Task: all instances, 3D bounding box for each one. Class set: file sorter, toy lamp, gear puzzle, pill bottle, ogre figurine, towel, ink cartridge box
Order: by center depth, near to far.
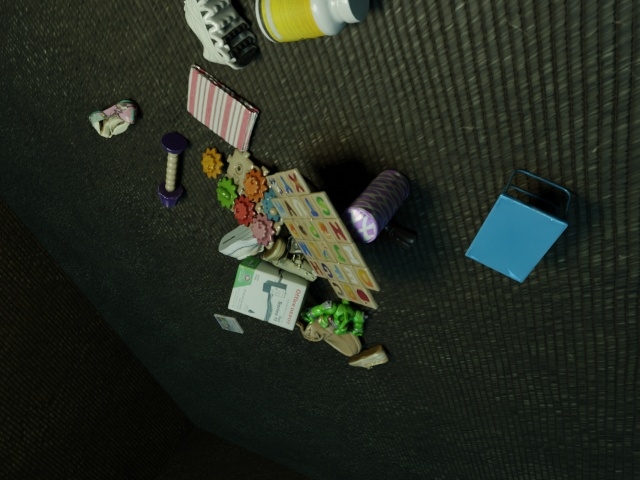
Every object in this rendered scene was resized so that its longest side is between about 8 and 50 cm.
[{"bbox_3d":[-0.014,-0.405,0.810,0.184,0.103,0.103,8,134,34],"label":"pill bottle"},{"bbox_3d":[0.374,-0.029,0.886,0.118,0.104,0.170,28,141,14],"label":"file sorter"},{"bbox_3d":[-0.244,-0.320,1.151,0.197,0.029,0.144,37,143,5],"label":"towel"},{"bbox_3d":[-0.213,-0.140,1.220,0.339,0.044,0.175,44,122,24],"label":"gear puzzle"},{"bbox_3d":[-0.149,0.156,1.392,0.208,0.087,0.153,18,107,3],"label":"ink cartridge box"},{"bbox_3d":[-0.441,-0.197,1.396,0.080,0.080,0.274,36,142,3],"label":"toy lamp"},{"bbox_3d":[0.059,0.233,1.418,0.197,0.097,0.118,35,137,-3],"label":"ogre figurine"}]

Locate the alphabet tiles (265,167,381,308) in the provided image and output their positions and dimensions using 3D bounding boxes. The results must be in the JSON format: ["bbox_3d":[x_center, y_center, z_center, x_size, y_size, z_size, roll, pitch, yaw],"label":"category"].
[{"bbox_3d":[0.000,0.000,1.018,0.342,0.011,0.285,59,159,-16],"label":"alphabet tiles"}]

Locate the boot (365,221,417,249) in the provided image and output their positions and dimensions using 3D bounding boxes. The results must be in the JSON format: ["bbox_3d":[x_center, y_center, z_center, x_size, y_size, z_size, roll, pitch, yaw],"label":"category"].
[{"bbox_3d":[0.171,-0.001,1.141,0.114,0.037,0.106,27,144,6],"label":"boot"}]

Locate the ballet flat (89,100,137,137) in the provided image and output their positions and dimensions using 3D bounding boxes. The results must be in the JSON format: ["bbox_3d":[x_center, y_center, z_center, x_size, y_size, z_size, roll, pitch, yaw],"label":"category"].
[{"bbox_3d":[-0.608,-0.344,1.366,0.221,0.077,0.079,-4,85,37],"label":"ballet flat"}]

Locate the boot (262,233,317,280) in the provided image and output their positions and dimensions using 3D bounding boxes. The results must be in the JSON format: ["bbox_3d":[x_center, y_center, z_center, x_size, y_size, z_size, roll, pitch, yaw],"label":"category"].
[{"bbox_3d":[-0.072,0.051,1.300,0.165,0.077,0.213,26,168,-8],"label":"boot"}]

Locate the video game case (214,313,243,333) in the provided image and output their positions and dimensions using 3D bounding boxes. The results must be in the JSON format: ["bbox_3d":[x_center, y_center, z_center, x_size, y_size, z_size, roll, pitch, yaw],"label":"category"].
[{"bbox_3d":[-0.384,0.348,1.969,0.122,0.011,0.087,4,132,36],"label":"video game case"}]

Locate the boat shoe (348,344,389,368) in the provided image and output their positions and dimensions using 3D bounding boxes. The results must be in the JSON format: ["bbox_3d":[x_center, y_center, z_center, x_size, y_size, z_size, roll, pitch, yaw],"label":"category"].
[{"bbox_3d":[0.157,0.392,1.534,0.059,0.063,0.170,49,141,-5],"label":"boat shoe"}]

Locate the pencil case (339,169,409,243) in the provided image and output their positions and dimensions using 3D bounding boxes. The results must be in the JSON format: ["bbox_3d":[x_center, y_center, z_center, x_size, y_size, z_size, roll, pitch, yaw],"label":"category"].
[{"bbox_3d":[0.116,-0.070,0.972,0.086,0.206,0.088,26,133,18],"label":"pencil case"}]

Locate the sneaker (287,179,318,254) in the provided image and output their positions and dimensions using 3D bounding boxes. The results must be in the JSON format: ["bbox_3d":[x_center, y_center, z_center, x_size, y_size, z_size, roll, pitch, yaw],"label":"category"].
[{"bbox_3d":[-0.046,-0.051,1.185,0.087,0.130,0.227,-4,125,39],"label":"sneaker"}]

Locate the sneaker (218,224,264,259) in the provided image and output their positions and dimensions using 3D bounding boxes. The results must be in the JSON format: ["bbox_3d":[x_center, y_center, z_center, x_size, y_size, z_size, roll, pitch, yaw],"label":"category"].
[{"bbox_3d":[-0.200,-0.008,1.404,0.091,0.094,0.258,27,149,-34],"label":"sneaker"}]

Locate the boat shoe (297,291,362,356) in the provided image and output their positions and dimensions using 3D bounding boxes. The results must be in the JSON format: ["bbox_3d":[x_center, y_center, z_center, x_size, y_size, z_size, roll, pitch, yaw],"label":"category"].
[{"bbox_3d":[-0.019,0.272,1.511,0.341,0.110,0.121,40,143,-3],"label":"boat shoe"}]

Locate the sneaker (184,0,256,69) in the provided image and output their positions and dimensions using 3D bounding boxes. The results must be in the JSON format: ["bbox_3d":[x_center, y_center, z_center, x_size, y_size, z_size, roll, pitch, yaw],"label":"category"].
[{"bbox_3d":[-0.230,-0.479,0.915,0.118,0.110,0.292,18,139,37],"label":"sneaker"}]
